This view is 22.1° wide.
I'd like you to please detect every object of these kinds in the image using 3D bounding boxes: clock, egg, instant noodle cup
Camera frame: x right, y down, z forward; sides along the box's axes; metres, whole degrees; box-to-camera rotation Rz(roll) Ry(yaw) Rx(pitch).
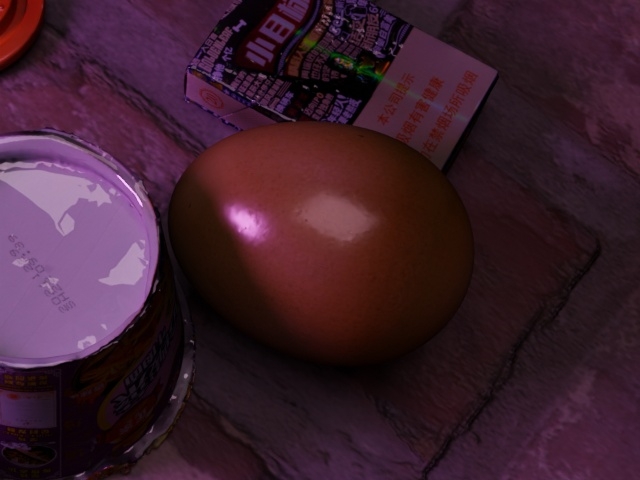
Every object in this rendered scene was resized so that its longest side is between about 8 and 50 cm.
[{"bbox_3d":[-0.420,-0.275,1.881,0.205,0.051,0.205,3,66,-6],"label":"clock"},{"bbox_3d":[0.000,0.000,1.701,0.323,0.250,0.250,14,64,-3],"label":"egg"},{"bbox_3d":[-0.278,0.061,1.629,0.340,0.266,0.339,3,65,-8],"label":"instant noodle cup"}]

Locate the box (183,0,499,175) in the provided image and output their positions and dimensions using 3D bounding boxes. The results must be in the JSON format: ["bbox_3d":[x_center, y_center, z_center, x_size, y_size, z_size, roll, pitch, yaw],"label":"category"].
[{"bbox_3d":[0.024,-0.177,1.879,0.310,0.084,0.198,30,65,6],"label":"box"}]
